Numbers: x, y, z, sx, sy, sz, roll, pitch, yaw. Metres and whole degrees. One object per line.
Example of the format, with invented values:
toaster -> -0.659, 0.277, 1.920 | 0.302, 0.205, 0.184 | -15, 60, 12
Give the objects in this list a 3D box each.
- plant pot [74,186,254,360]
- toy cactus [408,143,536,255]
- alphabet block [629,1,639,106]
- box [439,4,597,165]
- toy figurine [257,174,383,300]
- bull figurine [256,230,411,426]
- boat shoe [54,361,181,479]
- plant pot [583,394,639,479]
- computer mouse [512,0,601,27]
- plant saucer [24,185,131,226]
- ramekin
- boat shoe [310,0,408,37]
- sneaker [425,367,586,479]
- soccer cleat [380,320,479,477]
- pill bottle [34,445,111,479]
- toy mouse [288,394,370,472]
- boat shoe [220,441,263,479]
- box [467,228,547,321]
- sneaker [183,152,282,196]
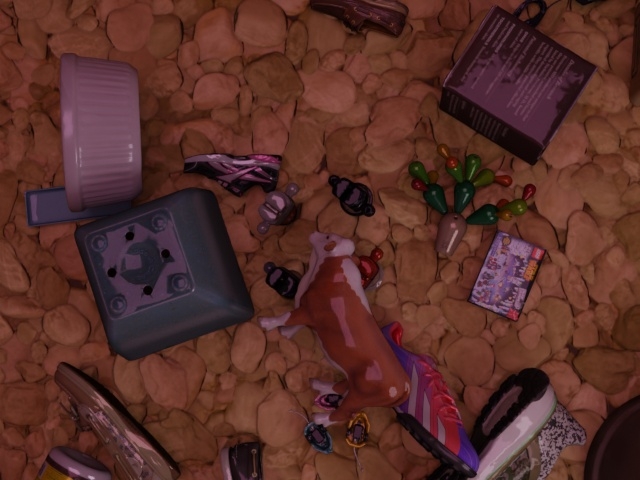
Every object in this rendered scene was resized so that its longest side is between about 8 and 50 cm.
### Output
plant pot -> -0.276, 0.047, 1.867 | 0.247, 0.252, 0.247 | -19, 82, 1
toy cactus -> 0.247, -0.061, 1.929 | 0.218, 0.112, 0.181 | 19, 95, -3
alphabet block -> 0.637, -0.330, 1.876 | 0.192, 0.197, 0.194 | 7, 85, 4
box -> 0.330, -0.260, 1.901 | 0.203, 0.168, 0.167 | 33, 86, 6
toy figurine -> 0.000, 0.000, 1.914 | 0.209, 0.148, 0.213 | -11, 86, 8
bull figurine -> 0.022, 0.142, 1.787 | 0.188, 0.101, 0.310 | -29, 85, 20
boat shoe -> -0.366, 0.327, 1.916 | 0.089, 0.104, 0.285 | -45, 84, -4
plant pot -> 0.603, 0.395, 1.760 | 0.323, 0.280, 0.323 | 0, 84, 2
computer mouse -> 0.440, -0.427, 1.983 | 0.242, 0.041, 0.071 | -26, 74, 7
plant saucer -> -0.434, -0.068, 2.007 | 0.192, 0.018, 0.067 | -7, 84, 4
ramekin -> -0.369, -0.184, 1.899 | 0.127, 0.273, 0.273 | -2, 84, -10
boat shoe -> 0.065, -0.403, 1.986 | 0.177, 0.064, 0.060 | 11, 83, 2
sneaker -> 0.297, 0.421, 1.856 | 0.182, 0.158, 0.410 | 38, 92, -11
soccer cleat -> 0.169, 0.256, 1.835 | 0.116, 0.109, 0.318 | -42, 49, -4
pill bottle -> -0.453, 0.469, 1.900 | 0.117, 0.117, 0.215 | 26, 87, 6
toy mouse -> 0.016, 0.308, 1.930 | 0.143, 0.031, 0.161 | 9, 84, 4
boat shoe -> -0.113, 0.458, 1.897 | 0.068, 0.081, 0.228 | -15, 81, 6
box -> 0.324, 0.061, 1.939 | 0.093, 0.027, 0.137 | 22, 86, 5
sneaker -> -0.158, -0.115, 1.970 | 0.178, 0.072, 0.077 | 2, 95, 10
